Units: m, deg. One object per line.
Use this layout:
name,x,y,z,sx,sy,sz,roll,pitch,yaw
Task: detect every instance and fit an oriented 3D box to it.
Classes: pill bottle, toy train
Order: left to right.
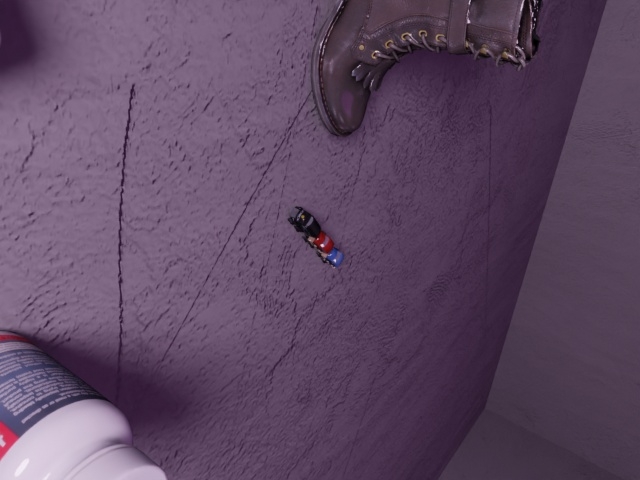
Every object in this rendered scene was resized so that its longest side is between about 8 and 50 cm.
pill bottle,-0.198,0.147,0.409,0.108,0.180,0.108,-39,141,-41
toy train,0.000,0.000,0.788,0.027,0.036,0.158,-60,151,-13

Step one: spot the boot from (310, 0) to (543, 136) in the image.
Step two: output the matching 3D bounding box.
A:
boot,0.113,-0.216,0.622,0.091,0.229,0.263,-24,130,-52
